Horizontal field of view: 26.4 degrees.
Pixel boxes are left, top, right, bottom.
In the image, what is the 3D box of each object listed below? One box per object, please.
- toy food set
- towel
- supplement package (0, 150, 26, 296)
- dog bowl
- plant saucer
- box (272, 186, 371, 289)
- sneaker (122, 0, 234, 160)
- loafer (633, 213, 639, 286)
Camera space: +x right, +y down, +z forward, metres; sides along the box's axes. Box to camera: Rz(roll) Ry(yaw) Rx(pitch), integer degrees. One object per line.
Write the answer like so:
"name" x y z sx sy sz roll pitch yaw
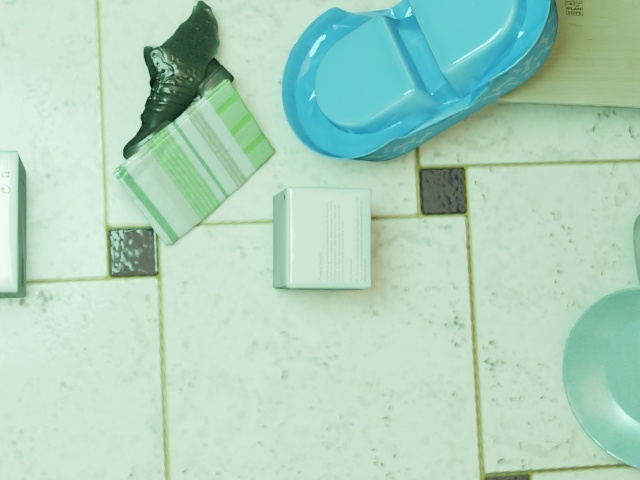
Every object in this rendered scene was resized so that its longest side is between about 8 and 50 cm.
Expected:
"toy food set" 0.254 -0.231 1.453 0.306 0.092 0.219 1 74 -11
"towel" -0.126 -0.079 1.377 0.152 0.023 0.113 -42 133 -12
"supplement package" -0.406 -0.012 1.290 0.244 0.139 0.133 0 85 -8
"dog bowl" 0.103 -0.186 1.355 0.297 0.074 0.166 -31 65 19
"plant saucer" 0.347 0.141 1.414 0.037 0.195 0.195 -15 88 -52
"box" 0.000 0.000 1.376 0.087 0.102 0.101 1 87 -11
"sneaker" -0.156 -0.161 1.389 0.170 0.051 0.089 -42 93 -14
"loafer" 0.432 0.102 1.436 0.112 0.111 0.319 -29 91 -10
